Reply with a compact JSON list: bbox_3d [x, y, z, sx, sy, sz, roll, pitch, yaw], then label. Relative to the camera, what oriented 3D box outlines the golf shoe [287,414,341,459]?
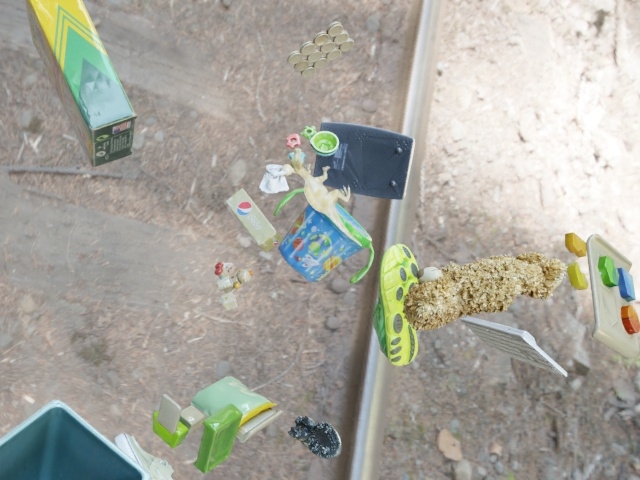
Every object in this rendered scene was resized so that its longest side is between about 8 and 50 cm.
[{"bbox_3d":[0.008,0.469,1.603,0.094,0.198,0.077,45,75,-23],"label":"golf shoe"}]

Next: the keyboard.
[{"bbox_3d":[0.249,0.138,0.919,0.014,0.256,0.072,-43,92,-5],"label":"keyboard"}]

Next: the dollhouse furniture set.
[{"bbox_3d":[-0.243,0.409,1.734,0.197,0.151,0.301,31,31,26],"label":"dollhouse furniture set"}]

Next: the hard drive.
[{"bbox_3d":[0.111,-0.204,1.738,0.054,0.255,0.172,-14,116,-62],"label":"hard drive"}]

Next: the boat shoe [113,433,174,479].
[{"bbox_3d":[-0.429,0.624,1.800,0.094,0.109,0.302,-34,87,-22],"label":"boat shoe"}]

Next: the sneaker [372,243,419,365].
[{"bbox_3d":[0.169,0.155,1.677,0.109,0.123,0.295,-3,97,-28],"label":"sneaker"}]

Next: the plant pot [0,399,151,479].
[{"bbox_3d":[-0.502,0.502,1.256,0.248,0.252,0.247,34,37,12],"label":"plant pot"}]

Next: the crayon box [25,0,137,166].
[{"bbox_3d":[-0.421,-0.306,1.177,0.081,0.202,0.318,-24,86,-21],"label":"crayon box"}]

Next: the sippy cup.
[{"bbox_3d":[0.000,0.000,2.107,0.224,0.240,0.305,-47,66,8],"label":"sippy cup"}]

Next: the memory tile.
[{"bbox_3d":[0.000,-0.436,1.580,0.113,0.148,0.012,26,37,-63],"label":"memory tile"}]

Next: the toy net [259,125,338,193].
[{"bbox_3d":[-0.068,-0.206,1.690,0.232,0.045,0.122,-38,71,-23],"label":"toy net"}]

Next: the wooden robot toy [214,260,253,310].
[{"bbox_3d":[-0.198,0.086,1.603,0.079,0.173,0.076,-21,119,5],"label":"wooden robot toy"}]

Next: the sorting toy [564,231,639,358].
[{"bbox_3d":[0.608,0.105,1.456,0.307,0.041,0.229,27,60,-40],"label":"sorting toy"}]

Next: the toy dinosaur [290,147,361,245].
[{"bbox_3d":[0.007,-0.065,1.099,0.183,0.053,0.092,55,30,-1],"label":"toy dinosaur"}]

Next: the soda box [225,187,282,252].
[{"bbox_3d":[-0.181,-0.055,1.866,0.061,0.058,0.181,-38,61,-2],"label":"soda box"}]

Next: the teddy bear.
[{"bbox_3d":[0.326,0.081,1.396,0.338,0.245,0.113,-11,107,9],"label":"teddy bear"}]
